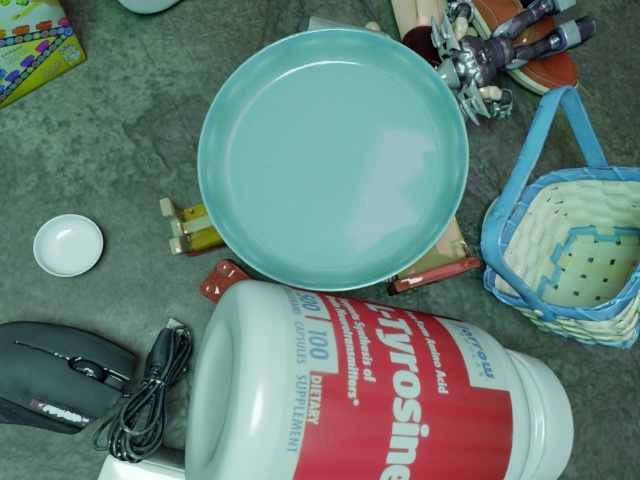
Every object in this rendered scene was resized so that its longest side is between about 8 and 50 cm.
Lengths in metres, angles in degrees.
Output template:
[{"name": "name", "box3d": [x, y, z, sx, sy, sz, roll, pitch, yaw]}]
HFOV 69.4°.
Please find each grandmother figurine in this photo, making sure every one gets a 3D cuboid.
[{"name": "grandmother figurine", "box3d": [0.174, -0.334, 0.765, 0.207, 0.104, 0.343, -6, 75, -4]}]

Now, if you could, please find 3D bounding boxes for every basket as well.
[{"name": "basket", "box3d": [0.323, -0.015, 0.597, 0.289, 0.201, 0.255, 39, 72, -27]}]

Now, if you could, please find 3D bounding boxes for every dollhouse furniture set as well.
[{"name": "dollhouse furniture set", "box3d": [0.000, 0.000, 0.643, 0.373, 0.152, 0.202, -17, 80, 3]}]

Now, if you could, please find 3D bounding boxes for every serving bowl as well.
[{"name": "serving bowl", "box3d": [-0.330, 0.009, 0.613, 0.083, 0.027, 0.084, 3, 75, -11]}]

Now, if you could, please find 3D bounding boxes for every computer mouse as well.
[{"name": "computer mouse", "box3d": [-0.297, 0.142, 0.529, 0.271, 0.072, 0.189, 6, 32, -2]}]

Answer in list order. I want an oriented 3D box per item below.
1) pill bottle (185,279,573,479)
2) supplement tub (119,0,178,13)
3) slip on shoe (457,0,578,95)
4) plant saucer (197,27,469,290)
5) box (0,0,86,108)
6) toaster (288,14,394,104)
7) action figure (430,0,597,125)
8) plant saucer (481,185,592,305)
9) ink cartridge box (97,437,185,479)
[{"name": "pill bottle", "box3d": [0.075, 0.189, 0.526, 0.407, 0.229, 0.229, 13, 74, -23]}, {"name": "supplement tub", "box3d": [-0.308, -0.488, 0.654, 0.191, 0.191, 0.272, -42, 87, -17]}, {"name": "slip on shoe", "box3d": [0.340, -0.369, 0.772, 0.331, 0.101, 0.123, 41, 61, -20]}, {"name": "plant saucer", "box3d": [0.012, -0.098, 0.557, 0.317, 0.044, 0.318, -1, 81, 6]}, {"name": "box", "box3d": [-0.476, -0.358, 0.543, 0.177, 0.279, 0.290, -40, 86, -18]}, {"name": "toaster", "box3d": [0.028, -0.212, 0.673, 0.146, 0.129, 0.227, 7, 66, 0]}, {"name": "action figure", "box3d": [0.269, -0.279, 0.682, 0.284, 0.099, 0.186, -27, 107, -9]}, {"name": "plant saucer", "box3d": [0.339, 0.010, 0.744, 0.194, 0.037, 0.195, 3, 75, -11]}, {"name": "ink cartridge box", "box3d": [-0.127, 0.370, 0.519, 0.282, 0.117, 0.208, 19, 73, -6]}]
